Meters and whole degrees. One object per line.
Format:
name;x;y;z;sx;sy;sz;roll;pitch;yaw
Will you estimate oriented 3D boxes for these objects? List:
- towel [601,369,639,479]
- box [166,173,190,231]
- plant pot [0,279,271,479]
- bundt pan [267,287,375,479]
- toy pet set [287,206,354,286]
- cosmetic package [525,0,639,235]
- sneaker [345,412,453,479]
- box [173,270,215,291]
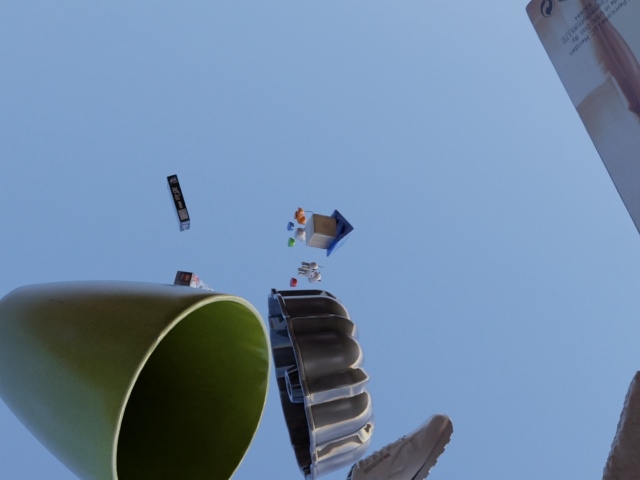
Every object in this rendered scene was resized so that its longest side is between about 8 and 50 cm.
towel;0.465;0.319;1.601;0.187;0.049;0.282;19;-115;15
box;-0.238;-0.062;2.038;0.018;0.067;0.083;-16;-102;-10
plant pot;-0.256;0.154;1.442;0.293;0.275;0.275;18;-147;31
bundt pan;0.005;0.231;2.025;0.124;0.331;0.331;-11;-139;-11
toy pet set;0.000;0.000;1.855;0.065;0.114;0.122;10;-127;-19
cosmetic package;0.285;-0.080;0.839;0.153;0.129;0.296;-2;-119;-36
sneaker;0.094;0.317;1.659;0.095;0.090;0.235;35;-114;13
box;-0.185;0.121;1.679;0.027;0.094;0.137;6;-110;22
